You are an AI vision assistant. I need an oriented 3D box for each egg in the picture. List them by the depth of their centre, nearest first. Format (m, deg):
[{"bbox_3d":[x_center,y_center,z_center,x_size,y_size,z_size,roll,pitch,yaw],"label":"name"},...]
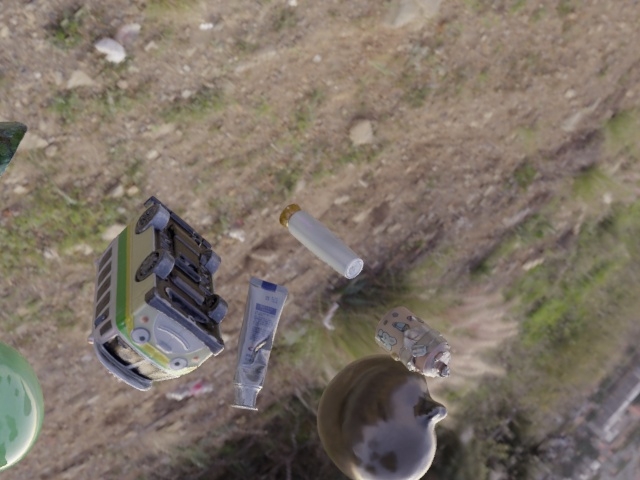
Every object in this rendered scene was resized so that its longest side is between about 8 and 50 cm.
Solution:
[{"bbox_3d":[-0.644,0.317,1.708,0.220,0.220,0.269,-18,118,-29],"label":"egg"}]

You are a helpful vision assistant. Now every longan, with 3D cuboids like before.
[{"bbox_3d":[0.128,0.388,1.923,0.300,0.300,0.243,-54,145,12],"label":"longan"}]

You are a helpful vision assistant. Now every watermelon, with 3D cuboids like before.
[{"bbox_3d":[-0.419,-0.115,1.148,0.101,0.155,0.080,-23,106,-18],"label":"watermelon"}]

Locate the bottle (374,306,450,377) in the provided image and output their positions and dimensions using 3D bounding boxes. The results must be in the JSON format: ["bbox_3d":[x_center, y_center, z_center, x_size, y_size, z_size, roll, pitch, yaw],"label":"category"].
[{"bbox_3d":[0.181,0.196,1.668,0.099,0.152,0.099,-26,135,-29],"label":"bottle"}]

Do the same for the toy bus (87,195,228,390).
[{"bbox_3d":[-0.255,0.085,1.354,0.179,0.305,0.143,-40,119,11],"label":"toy bus"}]

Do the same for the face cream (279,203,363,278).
[{"bbox_3d":[0.000,0.000,1.572,0.051,0.182,0.072,-48,147,-3],"label":"face cream"}]

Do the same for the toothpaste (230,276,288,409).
[{"bbox_3d":[-0.132,0.214,1.845,0.096,0.061,0.266,20,75,-34],"label":"toothpaste"}]
